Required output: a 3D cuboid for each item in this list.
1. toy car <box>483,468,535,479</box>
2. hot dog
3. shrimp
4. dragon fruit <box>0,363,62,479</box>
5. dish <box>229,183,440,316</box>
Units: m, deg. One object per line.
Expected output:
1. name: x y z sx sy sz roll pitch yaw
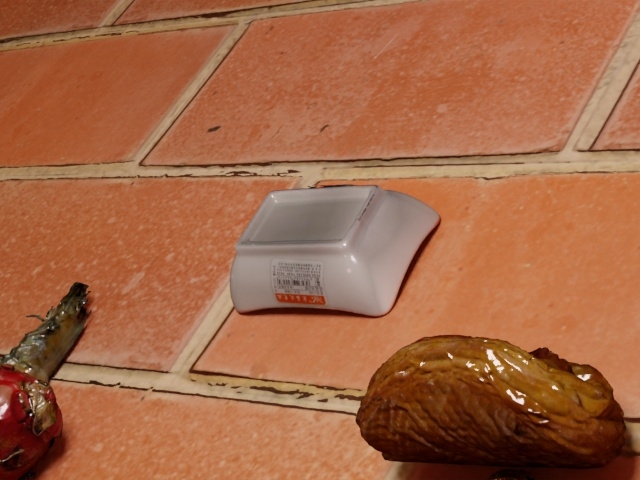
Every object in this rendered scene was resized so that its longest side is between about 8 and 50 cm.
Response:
1. toy car: 0.144 0.222 1.138 0.059 0.035 0.122 -20 34 19
2. hot dog: 0.136 0.135 1.169 0.227 0.160 0.099 -7 69 33
3. shrimp: -0.357 0.110 1.642 0.150 0.051 0.217 24 52 20
4. dragon fruit: -0.376 0.194 1.516 0.246 0.125 0.125 0 72 29
5. dish: 0.000 0.000 1.507 0.212 0.077 0.151 -1 44 39
